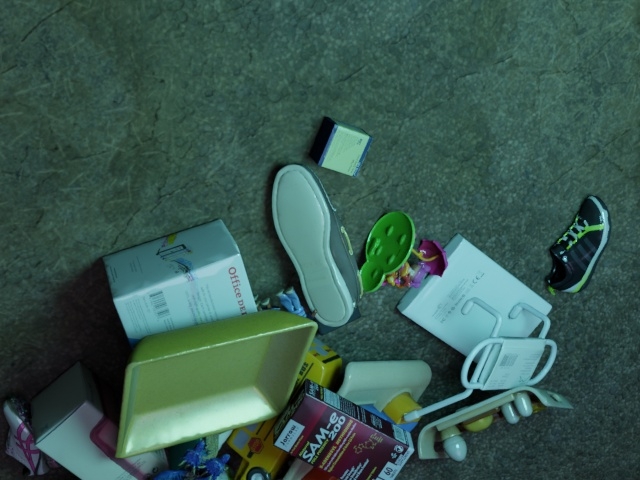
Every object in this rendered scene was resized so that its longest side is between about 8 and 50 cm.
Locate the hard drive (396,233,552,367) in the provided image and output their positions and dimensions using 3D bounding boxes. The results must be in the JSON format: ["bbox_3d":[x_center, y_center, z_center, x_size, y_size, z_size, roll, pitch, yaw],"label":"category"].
[{"bbox_3d":[0.336,0.143,1.943,0.308,0.040,0.203,34,99,-30],"label":"hard drive"}]

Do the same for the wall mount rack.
[{"bbox_3d":[0.337,0.272,1.876,0.350,0.130,0.304,9,109,-48],"label":"wall mount rack"}]

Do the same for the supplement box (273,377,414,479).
[{"bbox_3d":[0.043,0.380,1.724,0.240,0.073,0.130,29,104,-9],"label":"supplement box"}]

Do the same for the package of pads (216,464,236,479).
[{"bbox_3d":[-0.283,0.622,1.901,0.297,0.101,0.229,-22,120,-5],"label":"package of pads"}]

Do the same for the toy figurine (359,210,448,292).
[{"bbox_3d":[0.180,0.046,1.798,0.159,0.130,0.173,23,98,-37],"label":"toy figurine"}]

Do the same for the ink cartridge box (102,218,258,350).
[{"bbox_3d":[-0.249,0.096,1.630,0.233,0.168,0.171,-19,120,-11],"label":"ink cartridge box"}]

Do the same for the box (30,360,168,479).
[{"bbox_3d":[-0.419,0.368,1.710,0.127,0.148,0.232,-40,122,1],"label":"box"}]

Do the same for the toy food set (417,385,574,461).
[{"bbox_3d":[0.381,0.405,1.953,0.306,0.092,0.220,-28,157,23],"label":"toy food set"}]

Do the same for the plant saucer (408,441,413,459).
[{"bbox_3d":[0.184,0.490,2.052,0.083,0.015,0.083,-25,134,-28],"label":"plant saucer"}]

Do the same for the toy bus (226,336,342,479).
[{"bbox_3d":[-0.082,0.360,1.830,0.332,0.130,0.108,-59,163,13],"label":"toy bus"}]

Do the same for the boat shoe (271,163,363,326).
[{"bbox_3d":[0.000,0.000,1.714,0.117,0.097,0.324,-11,107,30],"label":"boat shoe"}]

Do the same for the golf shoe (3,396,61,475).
[{"bbox_3d":[-0.564,0.379,1.709,0.086,0.067,0.186,-23,120,-7],"label":"golf shoe"}]

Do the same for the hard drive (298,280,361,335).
[{"bbox_3d":[0.020,0.120,1.826,0.094,0.022,0.135,-25,120,-8],"label":"hard drive"}]

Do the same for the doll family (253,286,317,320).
[{"bbox_3d":[-0.095,0.158,1.747,0.076,0.193,0.111,-43,114,-48],"label":"doll family"}]

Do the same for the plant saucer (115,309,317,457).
[{"bbox_3d":[-0.200,0.239,1.587,0.333,0.081,0.332,-10,146,-24],"label":"plant saucer"}]

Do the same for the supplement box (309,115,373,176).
[{"bbox_3d":[0.038,-0.174,1.671,0.083,0.056,0.083,15,108,-25],"label":"supplement box"}]

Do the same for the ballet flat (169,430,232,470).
[{"bbox_3d":[-0.223,0.340,1.796,0.123,0.123,0.348,1,114,-21],"label":"ballet flat"}]

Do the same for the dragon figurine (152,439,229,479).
[{"bbox_3d":[-0.265,0.465,1.689,0.085,0.144,0.289,48,108,11],"label":"dragon figurine"}]

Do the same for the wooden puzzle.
[{"bbox_3d":[0.089,0.417,1.889,0.322,0.080,0.347,9,112,-52],"label":"wooden puzzle"}]

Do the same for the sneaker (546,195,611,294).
[{"bbox_3d":[0.548,0.017,1.936,0.097,0.084,0.234,1,114,-19],"label":"sneaker"}]
